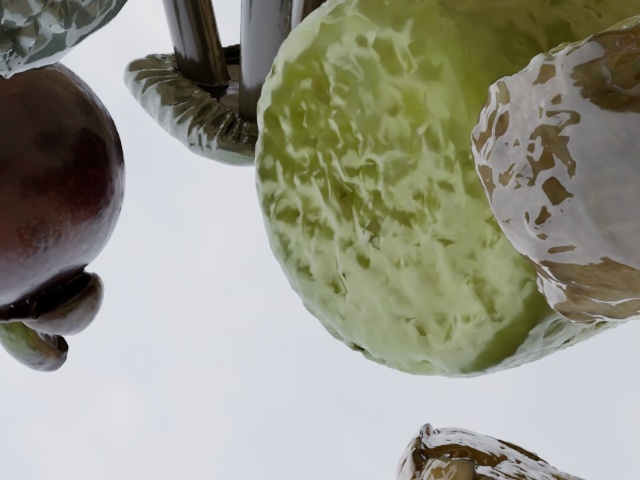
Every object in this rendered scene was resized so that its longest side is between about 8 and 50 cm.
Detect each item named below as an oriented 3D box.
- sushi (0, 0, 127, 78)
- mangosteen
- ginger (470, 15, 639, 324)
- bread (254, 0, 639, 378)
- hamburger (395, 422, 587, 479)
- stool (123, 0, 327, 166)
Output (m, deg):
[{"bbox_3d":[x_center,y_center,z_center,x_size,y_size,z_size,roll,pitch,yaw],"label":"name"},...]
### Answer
[{"bbox_3d":[-0.119,-0.161,0.344,0.127,0.225,0.124,36,-120,12],"label":"sushi"},{"bbox_3d":[-0.240,-0.014,0.789,0.215,0.215,0.257,-68,-27,-55],"label":"mangosteen"},{"bbox_3d":[0.206,-0.026,0.499,0.221,0.275,0.130,55,-140,-2],"label":"ginger"},{"bbox_3d":[0.134,-0.073,0.863,0.308,0.348,0.348,-17,-114,-39],"label":"bread"},{"bbox_3d":[0.163,0.229,0.688,0.283,0.144,0.259,19,179,13],"label":"hamburger"},{"bbox_3d":[-0.035,-0.238,1.218,0.310,0.226,0.310,-11,-148,-33],"label":"stool"}]
